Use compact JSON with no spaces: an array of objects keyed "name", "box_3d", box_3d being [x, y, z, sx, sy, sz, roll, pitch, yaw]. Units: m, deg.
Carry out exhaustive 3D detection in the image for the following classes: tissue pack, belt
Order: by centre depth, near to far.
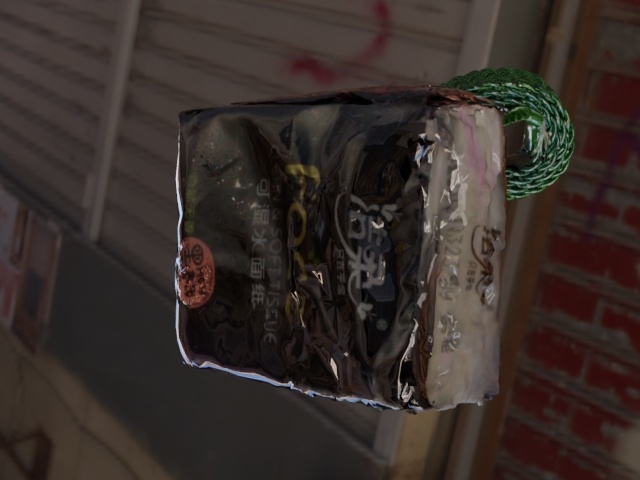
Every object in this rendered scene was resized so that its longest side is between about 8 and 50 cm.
[{"name":"tissue pack","box_3d":[0.000,0.000,1.039,0.123,0.245,0.332,-3,-175,-41]},{"name":"belt","box_3d":[0.161,-0.097,1.196,0.151,0.121,0.079,4,-157,-3]}]
